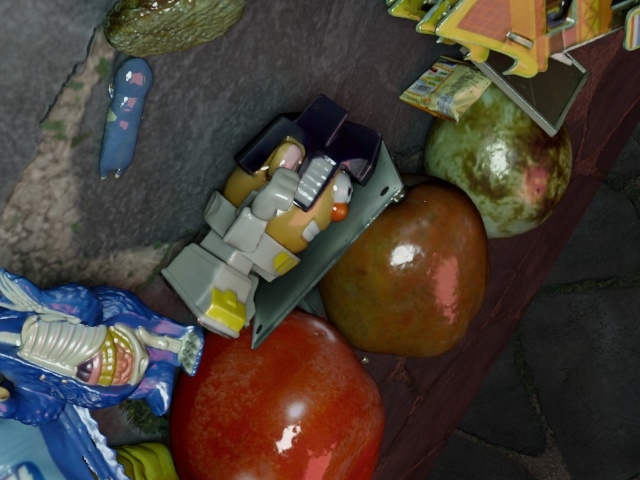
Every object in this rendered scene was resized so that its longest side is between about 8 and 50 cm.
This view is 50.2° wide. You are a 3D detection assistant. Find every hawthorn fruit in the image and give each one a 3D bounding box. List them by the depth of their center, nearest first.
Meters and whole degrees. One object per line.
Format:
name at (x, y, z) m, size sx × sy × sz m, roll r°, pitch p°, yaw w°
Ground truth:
hawthorn fruit at (0.122, 0.018, 1.000) m, size 0.268 × 0.267 × 0.301 m, roll -37°, pitch 136°, yaw -31°

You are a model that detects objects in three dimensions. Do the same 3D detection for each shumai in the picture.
shumai at (-0.129, -0.210, 0.561) m, size 0.123 × 0.087 × 0.099 m, roll -16°, pitch 180°, yaw 15°

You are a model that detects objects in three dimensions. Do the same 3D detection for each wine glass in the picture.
wine glass at (0.039, 0.088, 1.160) m, size 0.198 × 0.066 × 0.066 m, roll -26°, pitch 141°, yaw -44°

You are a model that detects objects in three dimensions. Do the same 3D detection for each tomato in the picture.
tomato at (-0.058, 0.258, 0.949) m, size 0.290 × 0.293 × 0.325 m, roll -37°, pitch 152°, yaw -30°

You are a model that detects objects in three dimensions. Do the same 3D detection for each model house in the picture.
model house at (0.233, -0.357, 0.775) m, size 0.312 × 0.242 × 0.358 m, roll -25°, pitch 131°, yaw -10°

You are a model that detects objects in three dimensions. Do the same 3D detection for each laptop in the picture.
laptop at (0.000, 0.000, 0.847) m, size 0.269 × 0.015 × 0.188 m, roll -48°, pitch -162°, yaw 17°

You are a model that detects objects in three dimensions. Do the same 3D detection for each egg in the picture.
egg at (0.289, -0.145, 1.117) m, size 0.238 × 0.238 × 0.289 m, roll -21°, pitch 119°, yaw -47°

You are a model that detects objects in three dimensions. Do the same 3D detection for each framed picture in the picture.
framed picture at (0.320, -0.271, 1.038) m, size 0.016 × 0.184 × 0.250 m, roll -46°, pitch -178°, yaw 45°

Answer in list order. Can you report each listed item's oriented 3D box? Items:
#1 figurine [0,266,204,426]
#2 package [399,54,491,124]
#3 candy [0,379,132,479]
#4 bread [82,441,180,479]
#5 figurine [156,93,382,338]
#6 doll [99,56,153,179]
figurine at (-0.246, 0.098, 0.657) m, size 0.164 × 0.121 × 0.262 m, roll -47°, pitch 134°, yaw 13°
package at (0.189, -0.225, 1.003) m, size 0.121 × 0.108 × 0.031 m, roll -46°, pitch 143°, yaw -17°
candy at (-0.350, 0.245, 0.627) m, size 0.331 × 0.187 × 0.077 m, roll -29°, pitch -178°, yaw -39°
bread at (-0.312, 0.340, 0.825) m, size 0.166 × 0.112 × 0.383 m, roll -58°, pitch 153°, yaw 4°
figurine at (-0.055, -0.034, 0.785) m, size 0.308 × 0.143 × 0.308 m, roll -50°, pitch -162°, yaw 22°
doll at (-0.183, -0.111, 0.634) m, size 0.037 × 0.027 × 0.125 m, roll -14°, pitch 135°, yaw -51°
